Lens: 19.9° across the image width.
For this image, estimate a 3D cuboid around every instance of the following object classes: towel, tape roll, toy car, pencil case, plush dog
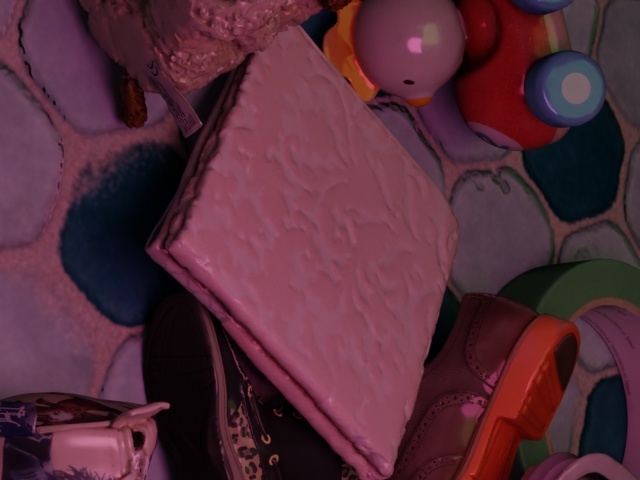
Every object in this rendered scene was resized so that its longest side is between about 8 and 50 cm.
[{"bbox_3d":[0.000,0.000,1.638,0.317,0.053,0.332,48,40,-26],"label":"towel"},{"bbox_3d":[0.282,0.182,1.908,0.321,0.077,0.321,9,77,-43],"label":"tape roll"},{"bbox_3d":[0.116,-0.177,1.760,0.238,0.219,0.210,-12,93,-15],"label":"toy car"},{"bbox_3d":[-0.191,0.319,1.370,0.160,0.183,0.410,0,85,-43],"label":"pencil case"},{"bbox_3d":[-0.082,-0.219,1.555,0.225,0.262,0.210,-30,138,-32],"label":"plush dog"}]

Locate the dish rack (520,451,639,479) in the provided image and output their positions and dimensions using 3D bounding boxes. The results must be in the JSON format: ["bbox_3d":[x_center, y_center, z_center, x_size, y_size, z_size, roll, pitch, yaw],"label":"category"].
[{"bbox_3d":[0.231,0.351,1.754,0.333,0.072,0.285,36,87,-45],"label":"dish rack"}]

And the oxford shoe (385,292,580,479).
[{"bbox_3d":[0.107,0.216,1.725,0.363,0.133,0.130,-57,152,-15],"label":"oxford shoe"}]

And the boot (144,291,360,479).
[{"bbox_3d":[-0.055,0.150,1.597,0.179,0.085,0.236,-13,89,-50],"label":"boot"}]
